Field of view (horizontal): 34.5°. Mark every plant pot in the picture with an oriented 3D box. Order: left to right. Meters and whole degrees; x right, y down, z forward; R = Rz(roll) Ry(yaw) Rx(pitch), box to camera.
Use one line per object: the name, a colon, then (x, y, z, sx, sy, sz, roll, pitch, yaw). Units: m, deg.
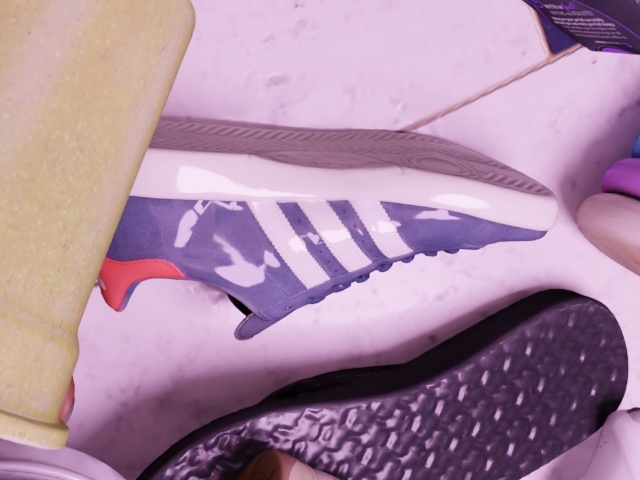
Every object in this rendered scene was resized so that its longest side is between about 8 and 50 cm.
plant pot: (-0.203, -0.061, 0.563, 0.276, 0.276, 0.253, 31, 79, -19)

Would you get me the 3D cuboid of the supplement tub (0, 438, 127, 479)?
supplement tub: (-0.182, 0.288, 0.542, 0.241, 0.331, 0.241, -5, 120, -8)

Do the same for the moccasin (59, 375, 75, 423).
moccasin: (-0.361, 0.109, 0.691, 0.380, 0.139, 0.147, -2, 112, -5)

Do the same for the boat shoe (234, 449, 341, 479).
boat shoe: (-0.017, 0.302, 0.628, 0.110, 0.122, 0.341, 25, 56, -25)

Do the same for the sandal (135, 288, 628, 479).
sandal: (0.050, 0.164, 0.832, 0.446, 0.107, 0.167, -18, 106, -23)

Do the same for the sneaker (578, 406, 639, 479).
sneaker: (0.233, 0.278, 0.882, 0.129, 0.111, 0.297, 2, 111, -7)

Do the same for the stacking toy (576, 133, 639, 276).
stacking toy: (0.345, -0.118, 0.825, 0.141, 0.141, 0.330, 32, 88, -19)

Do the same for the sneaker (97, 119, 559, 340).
sneaker: (0.000, 0.000, 0.765, 0.350, 0.131, 0.148, 4, 109, -10)

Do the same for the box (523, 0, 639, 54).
box: (0.168, -0.258, 0.719, 0.270, 0.165, 0.143, 30, 93, -19)
